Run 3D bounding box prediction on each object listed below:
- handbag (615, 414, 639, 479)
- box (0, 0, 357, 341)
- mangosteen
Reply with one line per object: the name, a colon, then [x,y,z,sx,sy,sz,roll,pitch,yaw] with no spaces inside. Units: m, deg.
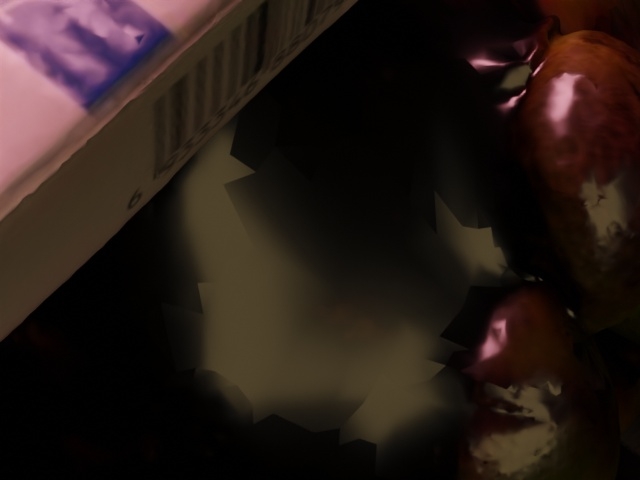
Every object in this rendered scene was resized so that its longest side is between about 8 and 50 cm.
handbag: [0.233,-0.008,0.810,0.416,0.180,0.317,-3,64,-37]
box: [-0.144,-0.148,0.483,0.200,0.343,0.065,-46,164,-24]
mangosteen: [-0.004,0.002,0.597,0.287,0.288,0.233,-2,138,-38]
